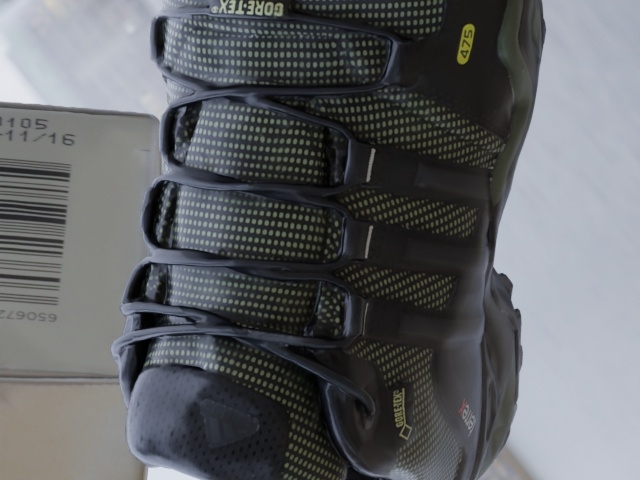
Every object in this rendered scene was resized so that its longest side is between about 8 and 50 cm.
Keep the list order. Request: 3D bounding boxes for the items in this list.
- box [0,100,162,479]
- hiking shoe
[{"bbox_3d":[-0.134,0.107,0.747,0.148,0.121,0.311,-94,10,-45],"label":"box"},{"bbox_3d":[0.000,0.000,0.419,0.114,0.086,0.227,-61,-33,-47],"label":"hiking shoe"}]
